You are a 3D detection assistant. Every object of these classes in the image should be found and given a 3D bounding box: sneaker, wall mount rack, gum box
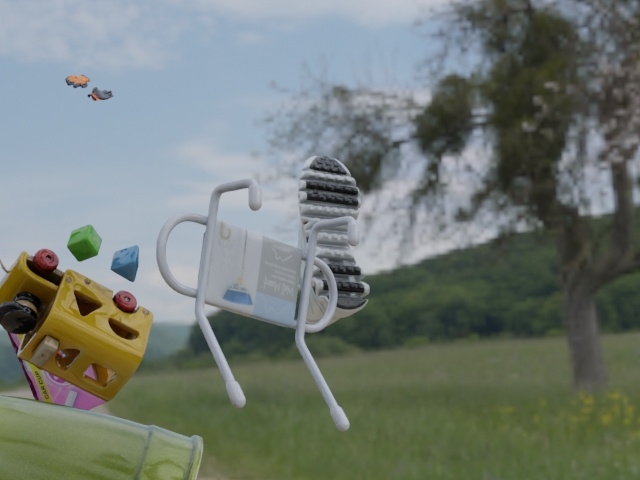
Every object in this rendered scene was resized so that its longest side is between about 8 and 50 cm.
[{"bbox_3d":[0.000,0.000,2.103,0.110,0.292,0.118,11,-32,-23],"label":"sneaker"},{"bbox_3d":[-0.062,0.091,1.802,0.130,0.304,0.350,-7,-19,42],"label":"wall mount rack"},{"bbox_3d":[-0.431,0.195,2.183,0.107,0.188,0.062,-23,9,-21],"label":"gum box"}]

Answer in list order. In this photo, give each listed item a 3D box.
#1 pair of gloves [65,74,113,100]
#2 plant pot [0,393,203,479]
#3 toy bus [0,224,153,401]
[{"bbox_3d":[-0.418,-0.277,2.419,0.083,0.010,0.074,31,21,9],"label":"pair of gloves"},{"bbox_3d":[-0.393,0.364,1.797,0.353,0.366,0.366,25,-11,-9],"label":"plant pot"},{"bbox_3d":[-0.287,0.093,1.463,0.202,0.191,0.104,-7,38,10],"label":"toy bus"}]
